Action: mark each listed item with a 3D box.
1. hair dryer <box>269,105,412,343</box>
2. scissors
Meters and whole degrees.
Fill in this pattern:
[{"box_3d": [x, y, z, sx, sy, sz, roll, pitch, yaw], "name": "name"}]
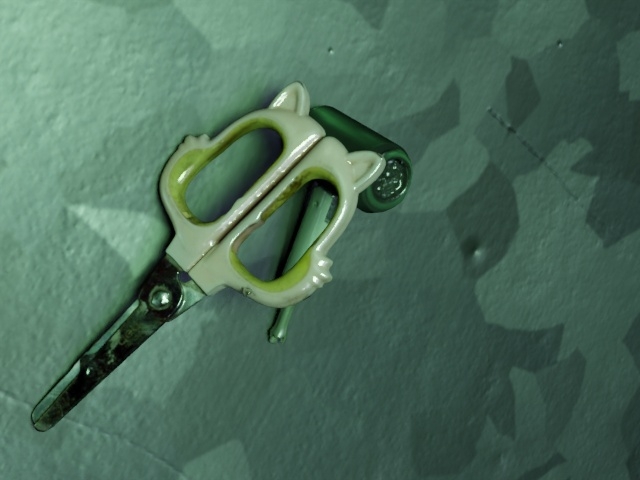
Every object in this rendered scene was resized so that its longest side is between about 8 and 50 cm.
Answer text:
[{"box_3d": [0.000, 0.000, 0.819, 0.057, 0.100, 0.198, 6, 113, -39], "name": "hair dryer"}, {"box_3d": [-0.096, 0.024, 0.751, 0.317, 0.160, 0.024, -45, 161, 0], "name": "scissors"}]
